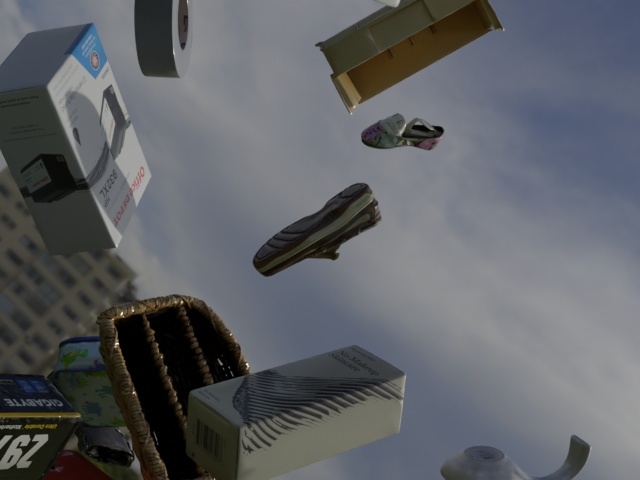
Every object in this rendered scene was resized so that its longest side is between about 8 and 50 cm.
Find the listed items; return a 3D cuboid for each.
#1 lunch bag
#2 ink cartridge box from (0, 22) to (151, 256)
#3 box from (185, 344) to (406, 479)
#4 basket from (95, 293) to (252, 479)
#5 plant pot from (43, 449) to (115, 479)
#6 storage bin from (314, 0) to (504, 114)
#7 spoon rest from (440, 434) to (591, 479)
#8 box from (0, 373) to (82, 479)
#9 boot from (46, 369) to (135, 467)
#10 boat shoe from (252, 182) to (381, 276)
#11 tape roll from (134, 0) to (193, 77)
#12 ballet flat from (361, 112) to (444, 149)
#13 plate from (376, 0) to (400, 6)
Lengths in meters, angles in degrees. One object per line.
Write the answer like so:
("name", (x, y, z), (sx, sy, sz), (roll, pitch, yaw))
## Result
("lunch bag", (-0.374, 0.258, 1.956), (0.176, 0.090, 0.219), (-4, -38, 8))
("ink cartridge box", (-0.406, -0.163, 1.755), (0.129, 0.223, 0.307), (-6, -55, 14))
("box", (-0.028, 0.219, 1.362), (0.113, 0.275, 0.094), (25, -62, 44))
("basket", (-0.201, 0.233, 1.654), (0.223, 0.213, 0.299), (121, -51, -69))
("plant pot", (-0.376, 0.434, 1.453), (0.267, 0.235, 0.267), (30, 7, 25))
("storage bin", (0.140, -0.321, 1.702), (0.123, 0.262, 0.260), (61, 10, -8))
("spoon rest", (0.345, 0.406, 1.899), (0.137, 0.276, 0.084), (-146, -126, -67))
("box", (-0.413, 0.243, 1.013), (0.079, 0.257, 0.322), (38, 10, 28))
("boot", (-0.445, 0.378, 2.216), (0.229, 0.091, 0.263), (50, 14, 33))
("boat shoe", (0.002, 0.002, 1.963), (0.095, 0.257, 0.095), (59, -5, -23))
("tape roll", (-0.292, -0.416, 2.022), (0.072, 0.219, 0.219), (2, -25, 2))
("ballet flat", (0.194, -0.252, 2.471), (0.079, 0.221, 0.077), (-58, -135, 37))
("plate", (0.011, -0.456, 1.368), (0.045, 0.278, 0.277), (-19, -104, 34))
